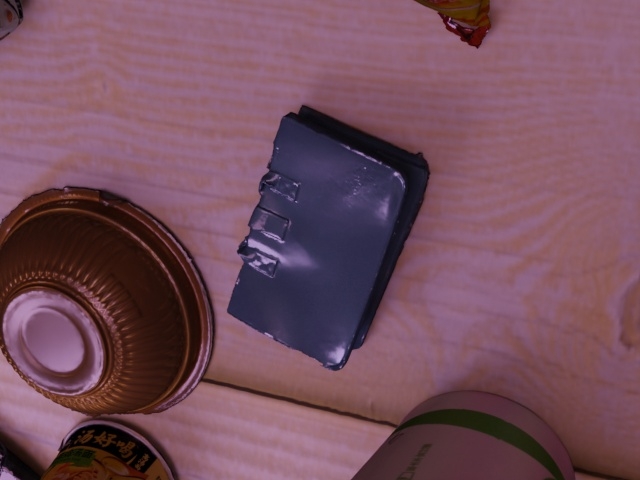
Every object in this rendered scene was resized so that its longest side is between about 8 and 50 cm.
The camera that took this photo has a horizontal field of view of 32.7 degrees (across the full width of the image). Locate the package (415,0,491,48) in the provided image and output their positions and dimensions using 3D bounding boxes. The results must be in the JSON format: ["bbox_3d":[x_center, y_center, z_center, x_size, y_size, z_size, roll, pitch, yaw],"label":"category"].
[{"bbox_3d":[0.054,-0.274,0.807,0.223,0.108,0.288,32,162,9],"label":"package"}]

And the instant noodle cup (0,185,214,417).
[{"bbox_3d":[-0.251,0.084,1.122,0.274,0.091,0.274,8,114,19],"label":"instant noodle cup"}]

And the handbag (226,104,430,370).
[{"bbox_3d":[0.000,0.000,1.012,0.144,0.057,0.221,26,119,14],"label":"handbag"}]

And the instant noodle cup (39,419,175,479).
[{"bbox_3d":[-0.247,0.288,1.186,0.151,0.122,0.151,8,116,18],"label":"instant noodle cup"}]

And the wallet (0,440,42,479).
[{"bbox_3d":[-0.378,0.328,1.299,0.318,0.045,0.172,44,121,-3],"label":"wallet"}]

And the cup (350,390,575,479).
[{"bbox_3d":[0.108,0.278,0.962,0.253,0.274,0.253,8,113,19],"label":"cup"}]

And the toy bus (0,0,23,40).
[{"bbox_3d":[-0.367,-0.200,1.045,0.194,0.089,0.087,-23,100,28],"label":"toy bus"}]
